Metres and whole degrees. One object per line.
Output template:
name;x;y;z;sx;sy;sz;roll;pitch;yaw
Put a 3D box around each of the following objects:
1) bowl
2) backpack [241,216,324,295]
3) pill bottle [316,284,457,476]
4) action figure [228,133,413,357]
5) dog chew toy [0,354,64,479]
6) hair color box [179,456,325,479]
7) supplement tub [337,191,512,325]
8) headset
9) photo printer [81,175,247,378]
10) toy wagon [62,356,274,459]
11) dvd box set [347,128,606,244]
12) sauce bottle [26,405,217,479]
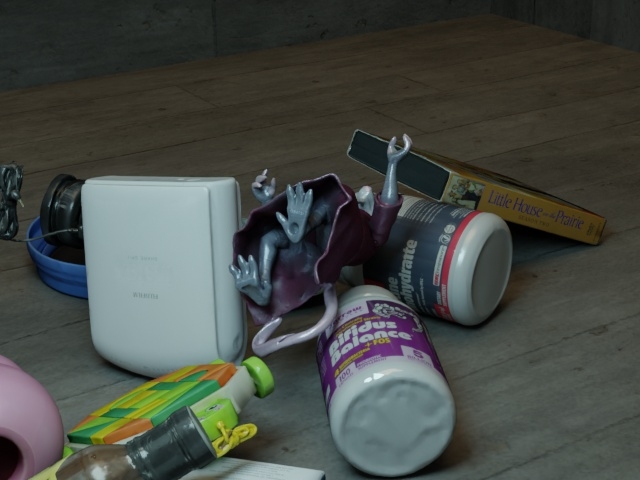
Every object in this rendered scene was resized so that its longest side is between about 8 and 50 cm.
bowl;-0.352;0.004;2.143;0.391;0.077;0.391;-1;23;0
backpack;-0.066;0.030;1.985;0.165;0.144;0.188;-5;25;-10
pill bottle;0.082;0.180;1.597;0.169;0.169;0.301;-3;23;-5
action figure;0.032;-0.002;1.698;0.248;0.276;0.370;-17;-4;23
dog chew toy;-0.451;0.233;1.472;0.206;0.207;0.332;-11;16;-21
hair color box;-0.125;0.374;1.229;0.173;0.105;0.347;4;23;19
supplement tub;0.169;0.024;1.928;0.272;0.191;0.191;14;27;32
headset;-0.390;-0.060;1.965;0.243;0.185;0.394;17;18;37
photo printer;-0.234;0.058;1.715;0.256;0.308;0.107;3;11;28
toy wagon;-0.188;0.228;1.455;0.267;0.068;0.344;-29;7;-29
dvd box set;0.298;-0.102;2.173;0.420;0.062;0.307;13;11;-35
sauce bottle;-0.277;0.300;1.256;0.344;0.111;0.111;-29;28;-6
